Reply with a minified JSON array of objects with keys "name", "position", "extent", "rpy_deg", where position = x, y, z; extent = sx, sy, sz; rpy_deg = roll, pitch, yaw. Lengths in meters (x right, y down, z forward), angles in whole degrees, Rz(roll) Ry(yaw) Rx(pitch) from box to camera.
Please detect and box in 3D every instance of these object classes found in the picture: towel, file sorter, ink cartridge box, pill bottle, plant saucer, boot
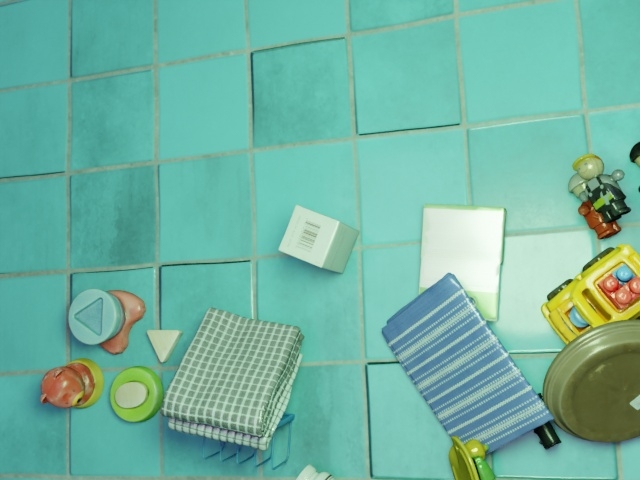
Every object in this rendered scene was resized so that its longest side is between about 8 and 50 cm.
[{"name":"towel","position":[-0.177,0.280,1.557],"extent":[0.234,0.121,0.284],"rpy_deg":[5,47,18]},{"name":"towel","position":[0.281,0.254,1.475],"extent":[0.336,0.040,0.243],"rpy_deg":[57,133,14]},{"name":"file sorter","position":[-0.157,0.427,1.604],"extent":[0.170,0.118,0.105],"rpy_deg":[3,88,17]},{"name":"ink cartridge box","position":[0.296,0.043,1.547],"extent":[0.171,0.056,0.235],"rpy_deg":[3,89,18]},{"name":"pill bottle","position":[0.017,0.545,1.550],"extent":[0.152,0.086,0.086],"rpy_deg":[34,93,18]},{"name":"plant saucer","position":[0.552,0.271,1.363],"extent":[0.277,0.041,0.278],"rpy_deg":[-2,117,-3]},{"name":"boot","position":[0.430,0.353,1.435],"extent":[0.045,0.121,0.099],"rpy_deg":[-25,68,2]}]

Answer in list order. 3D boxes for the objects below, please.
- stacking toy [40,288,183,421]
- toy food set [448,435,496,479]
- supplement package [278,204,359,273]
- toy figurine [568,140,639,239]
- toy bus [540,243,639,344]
[{"name":"stacking toy","position":[-0.496,0.277,1.716],"extent":[0.279,0.130,0.309],"rpy_deg":[19,89,18]},{"name":"toy food set","position":[0.318,0.481,1.444],"extent":[0.071,0.128,0.218],"rpy_deg":[-15,86,-13]},{"name":"supplement package","position":[0.000,0.000,1.575],"extent":[0.105,0.179,0.105],"rpy_deg":[21,89,18]},{"name":"toy figurine","position":[0.585,-0.118,1.401],"extent":[0.213,0.209,0.148],"rpy_deg":[-26,71,12]},{"name":"toy bus","position":[0.535,0.112,1.386],"extent":[0.220,0.211,0.149],"rpy_deg":[-39,76,10]}]
